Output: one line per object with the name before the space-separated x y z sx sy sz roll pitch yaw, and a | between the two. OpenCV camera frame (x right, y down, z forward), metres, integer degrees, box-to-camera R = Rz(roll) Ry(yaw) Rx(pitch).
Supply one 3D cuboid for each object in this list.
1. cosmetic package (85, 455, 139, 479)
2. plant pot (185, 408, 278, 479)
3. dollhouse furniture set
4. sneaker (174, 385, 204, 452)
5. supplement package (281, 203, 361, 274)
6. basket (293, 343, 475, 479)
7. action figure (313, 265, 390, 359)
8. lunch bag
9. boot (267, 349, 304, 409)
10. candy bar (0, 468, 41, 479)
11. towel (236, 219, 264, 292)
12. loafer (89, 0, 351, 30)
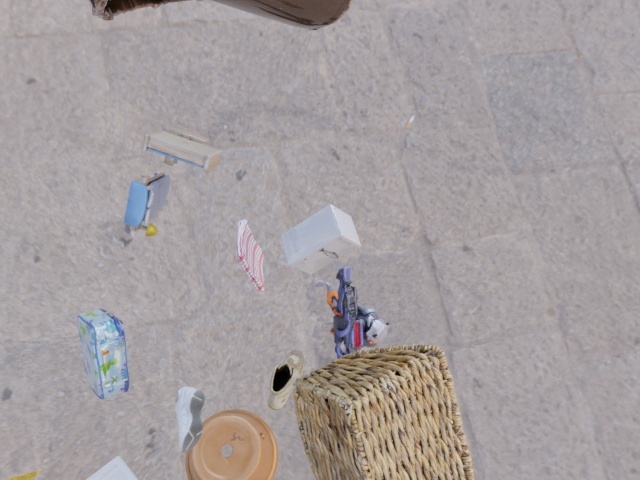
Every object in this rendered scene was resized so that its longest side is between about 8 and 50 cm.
cosmetic package | -0.508 0.873 1.416 0.453 0.230 0.161 32 48 31
plant pot | -0.276 0.649 1.495 0.291 0.203 0.291 1 61 -2
dollhouse furniture set | -0.448 -0.173 1.568 0.198 0.286 0.303 20 109 -1
sneaker | -0.305 0.409 1.133 0.061 0.054 0.152 10 93 35
supplement package | 0.000 0.000 1.341 0.179 0.105 0.105 -31 56 24
basket | 0.106 0.347 0.876 0.223 0.213 0.299 -20 98 -31
action figure | 0.106 0.224 1.617 0.178 0.330 0.341 -9 110 -31
lunch bag | -0.591 0.302 1.338 0.090 0.176 0.219 -12 105 -40
boot | -0.106 0.424 1.593 0.077 0.165 0.213 22 54 10
candy bar | -0.529 0.411 0.831 0.040 0.161 0.018 -28 75 -9
towel | -0.201 0.049 1.458 0.029 0.197 0.144 -12 50 9
loafer | -0.019 -0.209 0.317 0.130 0.134 0.366 49 43 -10
